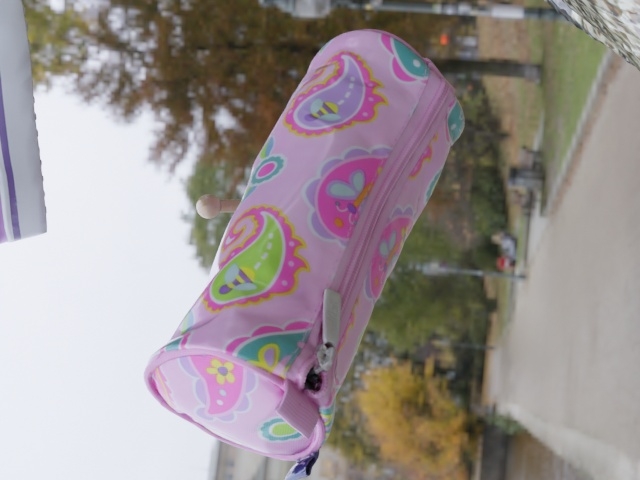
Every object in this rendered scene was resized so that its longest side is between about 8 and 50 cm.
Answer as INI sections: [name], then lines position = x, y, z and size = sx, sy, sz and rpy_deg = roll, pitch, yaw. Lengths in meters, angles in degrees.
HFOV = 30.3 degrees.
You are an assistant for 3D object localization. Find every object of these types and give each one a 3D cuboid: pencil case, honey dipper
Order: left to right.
[honey dipper]
position = -0.028, -0.029, 0.910
size = 0.160, 0.030, 0.031
rpy_deg = -1, -83, -42
[pencil case]
position = 0.000, 0.000, 0.744
size = 0.124, 0.124, 0.284
rpy_deg = 84, -154, -53

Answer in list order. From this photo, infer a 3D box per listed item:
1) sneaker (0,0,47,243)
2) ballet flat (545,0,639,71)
[sneaker]
position = -0.241, -0.104, 0.644
size = 0.102, 0.161, 0.282
rpy_deg = -117, 25, -51
[ballet flat]
position = 0.086, -0.187, 0.458
size = 0.164, 0.182, 0.483
rpy_deg = -52, 19, 17
